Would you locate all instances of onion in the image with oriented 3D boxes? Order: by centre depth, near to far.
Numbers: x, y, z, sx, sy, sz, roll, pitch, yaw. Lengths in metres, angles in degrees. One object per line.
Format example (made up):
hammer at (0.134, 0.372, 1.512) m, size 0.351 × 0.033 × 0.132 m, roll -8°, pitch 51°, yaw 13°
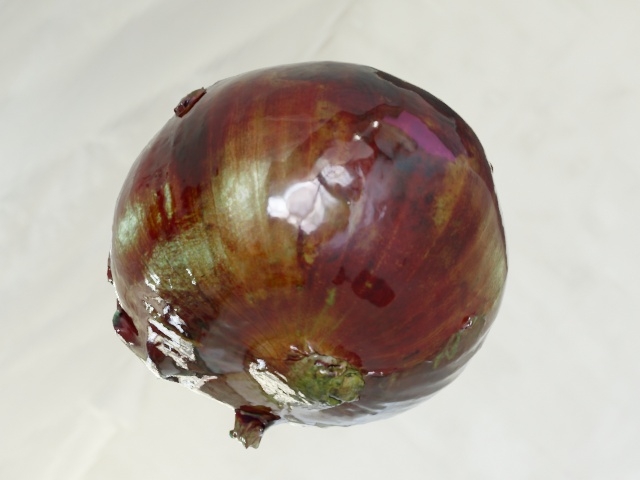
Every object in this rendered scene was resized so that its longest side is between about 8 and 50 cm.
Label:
onion at (0.000, 0.000, 0.563) m, size 0.118 × 0.117 × 0.119 m, roll -36°, pitch 46°, yaw 50°
